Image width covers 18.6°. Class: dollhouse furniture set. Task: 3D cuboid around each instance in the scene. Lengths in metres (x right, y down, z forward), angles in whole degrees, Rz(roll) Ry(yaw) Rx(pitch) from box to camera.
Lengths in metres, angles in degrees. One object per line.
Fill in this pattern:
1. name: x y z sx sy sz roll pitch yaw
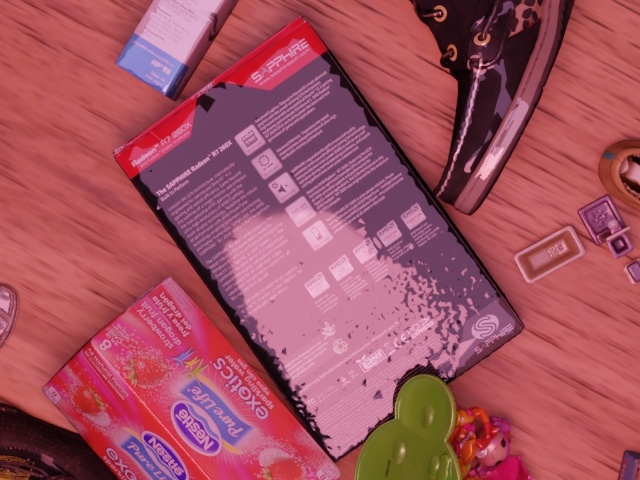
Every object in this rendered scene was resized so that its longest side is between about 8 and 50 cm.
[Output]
1. dollhouse furniture set: 0.255 0.020 1.885 0.114 0.081 0.091 -29 90 2

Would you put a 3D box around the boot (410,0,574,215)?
1. boot: 0.094 -0.238 1.859 0.284 0.138 0.377 19 87 0

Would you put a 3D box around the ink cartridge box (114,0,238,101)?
1. ink cartridge box: -0.122 -0.227 1.881 0.060 0.104 0.180 32 92 1

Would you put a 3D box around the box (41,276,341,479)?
1. box: -0.123 0.181 1.852 0.257 0.128 0.122 49 51 0

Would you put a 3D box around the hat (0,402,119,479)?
1. hat: -0.292 0.301 1.817 0.331 0.331 0.134 33 116 1

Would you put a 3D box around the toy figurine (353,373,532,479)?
1. toy figurine: 0.136 0.211 1.860 0.130 0.159 0.173 18 99 42

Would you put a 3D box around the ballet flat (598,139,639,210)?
1. ballet flat: 0.375 -0.025 1.886 0.232 0.073 0.080 25 92 1

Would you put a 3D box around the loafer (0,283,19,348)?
1. loafer: -0.338 0.100 1.922 0.045 0.039 0.125 32 91 2

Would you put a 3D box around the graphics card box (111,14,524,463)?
1. graphics card box: 0.000 0.000 1.886 0.233 0.094 0.371 -36 89 1

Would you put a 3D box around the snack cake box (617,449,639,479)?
1. snack cake box: 0.311 0.344 1.852 0.089 0.152 0.264 13 91 2
